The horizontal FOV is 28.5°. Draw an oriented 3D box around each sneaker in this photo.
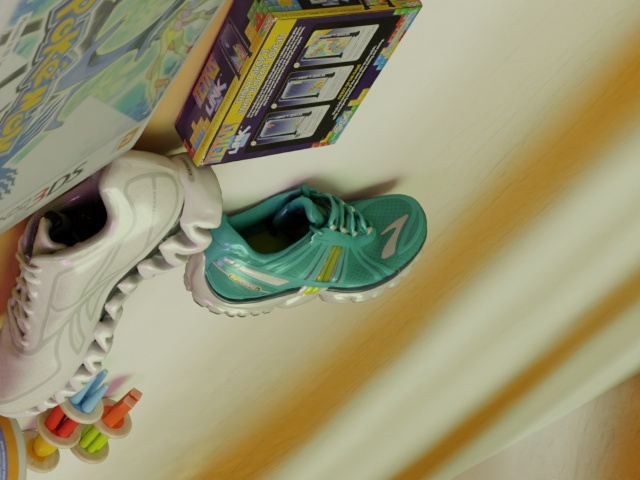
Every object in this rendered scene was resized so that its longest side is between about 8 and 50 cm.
[{"bbox_3d":[-0.209,0.031,1.030,0.118,0.110,0.292,14,123,-49],"label":"sneaker"},{"bbox_3d":[0.000,0.000,1.217,0.275,0.107,0.110,-15,143,-34],"label":"sneaker"}]

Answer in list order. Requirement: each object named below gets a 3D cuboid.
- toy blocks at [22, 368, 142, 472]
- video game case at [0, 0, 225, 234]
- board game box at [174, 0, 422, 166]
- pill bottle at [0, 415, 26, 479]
[{"bbox_3d":[-0.243,0.185,1.353,0.123,0.054,0.148,-2,143,-48],"label":"toy blocks"},{"bbox_3d":[-0.137,-0.112,0.735,0.329,0.036,0.300,-50,176,39],"label":"video game case"},{"bbox_3d":[-0.020,-0.134,0.976,0.141,0.048,0.170,-11,151,-35],"label":"board game box"},{"bbox_3d":[-0.397,0.200,1.066,0.152,0.152,0.272,-41,155,24],"label":"pill bottle"}]
